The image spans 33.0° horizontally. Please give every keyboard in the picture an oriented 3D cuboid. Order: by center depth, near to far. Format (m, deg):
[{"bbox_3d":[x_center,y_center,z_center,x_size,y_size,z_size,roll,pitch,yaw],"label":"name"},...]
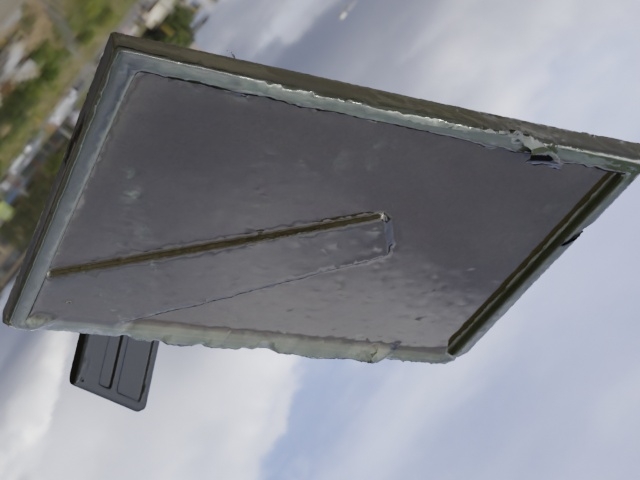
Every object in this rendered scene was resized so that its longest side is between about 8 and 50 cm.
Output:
[{"bbox_3d":[-0.163,-0.030,1.048,0.041,0.103,0.381,-2,-115,37],"label":"keyboard"}]

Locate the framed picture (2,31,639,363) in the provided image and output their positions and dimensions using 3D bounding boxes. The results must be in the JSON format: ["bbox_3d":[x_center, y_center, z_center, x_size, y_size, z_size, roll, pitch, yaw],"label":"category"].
[{"bbox_3d":[0.000,0.000,0.550,0.209,0.281,0.019,-53,-142,43],"label":"framed picture"}]
